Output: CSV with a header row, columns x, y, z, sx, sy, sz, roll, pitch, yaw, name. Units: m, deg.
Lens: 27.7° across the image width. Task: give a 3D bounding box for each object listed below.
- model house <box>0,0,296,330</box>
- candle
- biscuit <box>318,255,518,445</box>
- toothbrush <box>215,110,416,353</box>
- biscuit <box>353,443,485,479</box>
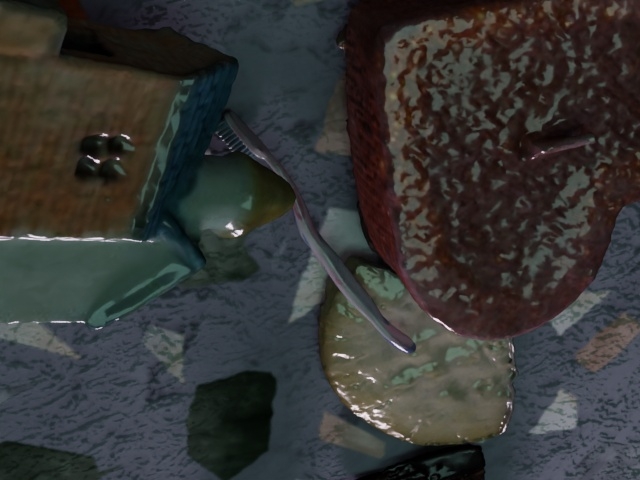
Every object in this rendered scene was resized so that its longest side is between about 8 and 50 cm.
x,y,z,sx,sy,sz,roll,pitch,yaw,name
-0.170,-0.061,0.927,0.325,0.194,0.267,5,118,-35,model house
0.148,-0.093,0.997,0.287,0.131,0.317,36,99,-25,candle
0.101,0.099,1.168,0.188,0.040,0.265,-38,124,12,biscuit
0.000,0.000,1.062,0.027,0.021,0.269,-27,115,24,toothbrush
0.102,0.312,1.288,0.151,0.063,0.235,-21,121,-17,biscuit
